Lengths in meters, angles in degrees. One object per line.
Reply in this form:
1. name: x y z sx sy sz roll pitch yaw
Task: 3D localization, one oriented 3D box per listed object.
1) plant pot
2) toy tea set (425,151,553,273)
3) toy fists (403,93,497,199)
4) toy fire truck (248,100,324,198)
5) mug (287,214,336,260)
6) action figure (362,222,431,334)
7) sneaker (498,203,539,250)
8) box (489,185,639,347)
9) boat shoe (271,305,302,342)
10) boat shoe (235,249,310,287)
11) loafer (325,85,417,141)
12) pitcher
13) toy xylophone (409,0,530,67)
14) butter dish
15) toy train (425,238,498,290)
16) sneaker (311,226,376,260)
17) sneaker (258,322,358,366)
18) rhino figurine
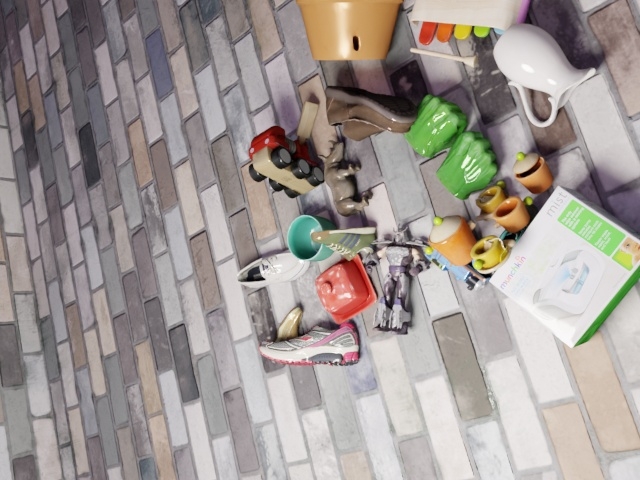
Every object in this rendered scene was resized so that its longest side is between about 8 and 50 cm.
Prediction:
1. plant pot: 0.078 -0.581 1.725 0.290 0.290 0.204 12 111 37
2. toy tea set: 0.376 -0.078 1.471 0.336 0.124 0.200 -52 22 -23
3. toy fists: 0.327 -0.239 1.610 0.279 0.096 0.142 57 135 25
4. toy fire truck: -0.087 -0.279 1.868 0.158 0.217 0.247 -26 58 34
5. mug: -0.007 0.004 1.850 0.158 0.097 0.129 49 115 28
6. action figure: 0.197 0.097 1.691 0.185 0.099 0.285 2 86 43
7. sneaker: 0.447 -0.016 1.491 0.065 0.076 0.167 33 83 13
8. box: 0.543 0.053 1.410 0.231 0.126 0.262 43 114 29
9. boat shoe: -0.088 0.281 1.925 0.072 0.068 0.190 36 119 20
10. boat shoe: -0.145 0.089 1.958 0.258 0.084 0.095 -27 71 34
11. loafer: 0.129 -0.322 1.725 0.366 0.133 0.130 -142 54 -58
12. pitcher: 0.485 -0.377 1.491 0.207 0.125 0.178 45 129 18
13. toy xylophone: 0.344 -0.555 1.621 0.322 0.081 0.236 30 105 35
14. butter dish: 0.046 0.132 1.789 0.160 0.118 0.160 -35 67 31
15. toy train: 0.347 0.045 1.591 0.184 0.080 0.105 41 120 28
16. sneaker: 0.068 0.012 1.743 0.064 0.192 0.086 -5 89 63
17. sneaker: -0.032 0.294 1.842 0.299 0.121 0.112 -5 72 20
18. rhino figurine: 0.060 -0.177 1.825 0.106 0.073 0.243 -31 68 29
